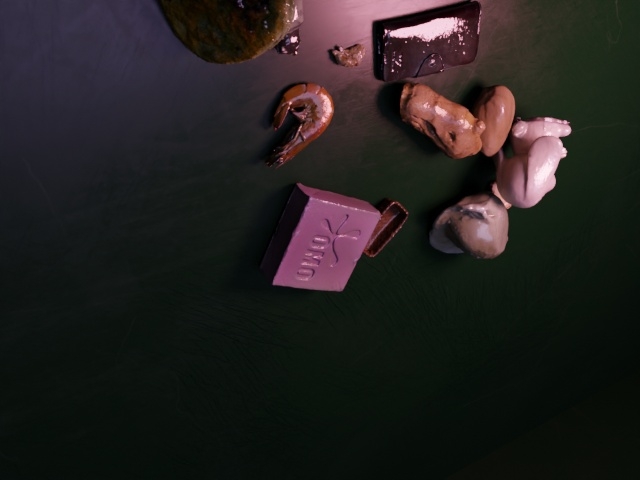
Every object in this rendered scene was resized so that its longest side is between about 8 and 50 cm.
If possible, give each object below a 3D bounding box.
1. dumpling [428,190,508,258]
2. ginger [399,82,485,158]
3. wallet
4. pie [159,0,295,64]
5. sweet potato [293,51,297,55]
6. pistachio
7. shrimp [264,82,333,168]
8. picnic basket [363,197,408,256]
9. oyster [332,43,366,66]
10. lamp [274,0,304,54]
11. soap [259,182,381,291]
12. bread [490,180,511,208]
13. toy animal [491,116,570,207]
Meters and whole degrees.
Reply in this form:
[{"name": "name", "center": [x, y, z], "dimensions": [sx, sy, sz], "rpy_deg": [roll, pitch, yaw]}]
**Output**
[{"name": "dumpling", "center": [0.523, -0.036, 1.925], "dimensions": [0.270, 0.212, 0.321], "rpy_deg": [-33, 121, -5]}, {"name": "ginger", "center": [0.351, -0.342, 1.651], "dimensions": [0.353, 0.189, 0.127], "rpy_deg": [24, 77, -31]}, {"name": "wallet", "center": [0.297, -0.536, 1.553], "dimensions": [0.317, 0.045, 0.173], "rpy_deg": [-18, 127, -19]}, {"name": "pie", "center": [-0.199, -0.492, 1.142], "dimensions": [0.323, 0.071, 0.323], "rpy_deg": [10, 142, 8]}, {"name": "sweet potato", "center": [-0.149, -0.508, 1.281], "dimensions": [0.273, 0.067, 0.067], "rpy_deg": [32, 101, -40]}, {"name": "pistachio", "center": [0.525, -0.368, 1.753], "dimensions": [0.135, 0.136, 0.226], "rpy_deg": [-21, 132, -19]}, {"name": "shrimp", "center": [-0.066, -0.295, 1.481], "dimensions": [0.150, 0.068, 0.249], "rpy_deg": [31, 96, -29]}, {"name": "picnic basket", "center": [0.188, -0.043, 1.811], "dimensions": [0.193, 0.055, 0.110], "rpy_deg": [-48, 131, 6]}, {"name": "oyster", "center": [0.080, -0.477, 1.460], "dimensions": [0.083, 0.038, 0.080], "rpy_deg": [-44, 131, 2]}, {"name": "lamp", "center": [-0.101, -0.549, 1.181], "dimensions": [0.181, 0.182, 0.314], "rpy_deg": [-8, 112, -28]}, {"name": "soap", "center": [0.000, 0.000, 1.692], "dimensions": [0.285, 0.107, 0.296], "rpy_deg": [8, 117, -38]}, {"name": "bread", "center": [0.647, -0.173, 2.022], "dimensions": [0.129, 0.044, 0.126], "rpy_deg": [-26, 123, -11]}, {"name": "toy animal", "center": [0.660, -0.257, 1.798], "dimensions": [0.174, 0.289, 0.249], "rpy_deg": [10, 151, -29]}]
